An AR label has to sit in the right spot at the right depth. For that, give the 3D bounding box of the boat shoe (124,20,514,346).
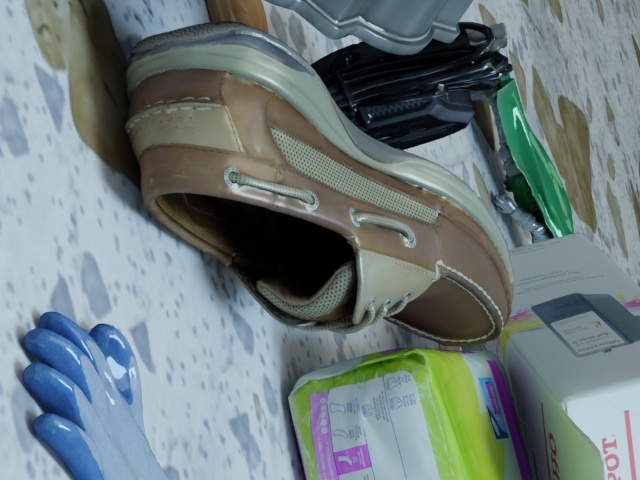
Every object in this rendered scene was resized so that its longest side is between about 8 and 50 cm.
[{"bbox_3d":[0.000,0.000,1.057,0.324,0.123,0.116,33,52,-40],"label":"boat shoe"}]

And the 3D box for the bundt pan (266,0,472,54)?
[{"bbox_3d":[-0.006,-0.267,1.023,0.330,0.124,0.331,32,31,-22],"label":"bundt pan"}]

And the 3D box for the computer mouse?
[{"bbox_3d":[0.036,-0.103,1.205,0.272,0.188,0.072,9,66,-81],"label":"computer mouse"}]

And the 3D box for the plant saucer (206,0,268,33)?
[{"bbox_3d":[-0.053,-0.152,1.194,0.083,0.013,0.084,-15,90,-73],"label":"plant saucer"}]

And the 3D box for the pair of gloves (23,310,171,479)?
[{"bbox_3d":[-0.098,0.129,0.832,0.198,0.023,0.159,-85,153,-45],"label":"pair of gloves"}]

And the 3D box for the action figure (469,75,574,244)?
[{"bbox_3d":[0.207,-0.052,1.806,0.137,0.063,0.232,-57,126,-69],"label":"action figure"}]

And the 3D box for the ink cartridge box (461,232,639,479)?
[{"bbox_3d":[0.203,0.151,1.301,0.353,0.119,0.207,-120,-161,-68],"label":"ink cartridge box"}]

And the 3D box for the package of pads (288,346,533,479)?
[{"bbox_3d":[0.083,0.217,1.169,0.229,0.101,0.297,12,63,-71],"label":"package of pads"}]
